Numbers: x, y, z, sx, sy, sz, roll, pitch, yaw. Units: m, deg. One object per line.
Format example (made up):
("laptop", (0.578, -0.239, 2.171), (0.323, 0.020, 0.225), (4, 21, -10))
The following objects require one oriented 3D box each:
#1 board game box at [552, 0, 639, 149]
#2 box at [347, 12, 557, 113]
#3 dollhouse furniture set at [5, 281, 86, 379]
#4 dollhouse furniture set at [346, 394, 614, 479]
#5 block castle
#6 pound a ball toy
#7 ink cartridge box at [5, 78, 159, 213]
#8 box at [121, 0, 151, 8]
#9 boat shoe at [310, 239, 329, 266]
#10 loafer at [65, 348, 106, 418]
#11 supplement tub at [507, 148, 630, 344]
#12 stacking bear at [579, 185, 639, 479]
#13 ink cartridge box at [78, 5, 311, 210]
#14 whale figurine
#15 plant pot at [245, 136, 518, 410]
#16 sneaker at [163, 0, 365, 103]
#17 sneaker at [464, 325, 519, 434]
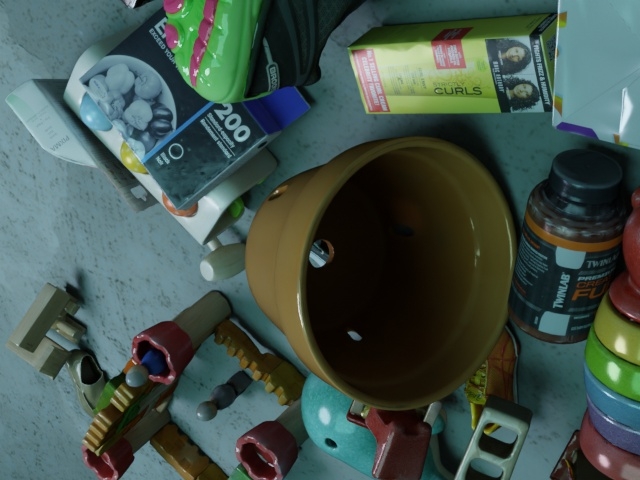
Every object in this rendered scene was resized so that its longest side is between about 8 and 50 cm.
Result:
("board game box", (0.298, -0.188, 0.790), (0.142, 0.275, 0.144), (19, 130, 31))
("box", (0.143, -0.180, 1.097), (0.232, 0.058, 0.087), (6, 125, 39))
("dollhouse furniture set", (-0.504, 0.136, 1.842), (0.123, 0.144, 0.151), (29, 171, 24))
("dollhouse furniture set", (0.194, 0.287, 1.194), (0.374, 0.201, 0.152), (20, 110, 7))
("block castle", (-0.206, 0.317, 1.657), (0.303, 0.213, 0.453), (43, 139, 9))
("pound a ball toy", (-0.207, -0.095, 1.415), (0.319, 0.135, 0.208), (46, 139, 5))
("ink cartridge box", (-0.322, -0.124, 1.473), (0.056, 0.181, 0.225), (-34, 94, 8))
("box", (-0.197, -0.400, 1.156), (0.203, 0.168, 0.167), (44, 139, 8))
("boat shoe", (0.000, 0.000, 1.371), (0.142, 0.049, 0.040), (40, 133, 2))
("loafer", (-0.417, 0.265, 1.924), (0.050, 0.056, 0.148), (-10, 112, 52))
("supplement tub", (0.258, 0.006, 1.097), (0.106, 0.106, 0.198), (25, 133, 26))
("stacking bear", (0.345, 0.086, 1.043), (0.175, 0.164, 0.289), (28, 128, 46))
("ink cartridge box", (-0.153, -0.178, 1.283), (0.208, 0.045, 0.206), (-38, 88, 12))
("whale figurine", (0.080, 0.270, 1.421), (0.216, 0.141, 0.272), (-23, 103, 47))
("plant pot", (0.046, 0.026, 1.190), (0.203, 0.291, 0.291), (10, 127, 56))
("sneaker", (-0.003, -0.357, 1.030), (0.185, 0.202, 0.483), (52, 129, 36))
("sneaker", (0.205, 0.162, 1.289), (0.064, 0.067, 0.175), (9, 123, 40))
